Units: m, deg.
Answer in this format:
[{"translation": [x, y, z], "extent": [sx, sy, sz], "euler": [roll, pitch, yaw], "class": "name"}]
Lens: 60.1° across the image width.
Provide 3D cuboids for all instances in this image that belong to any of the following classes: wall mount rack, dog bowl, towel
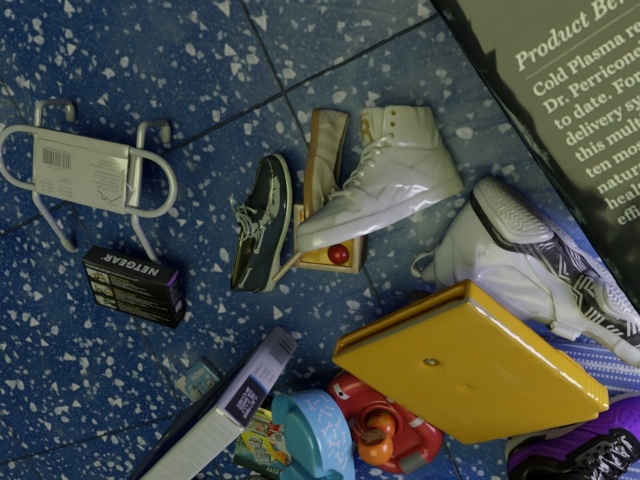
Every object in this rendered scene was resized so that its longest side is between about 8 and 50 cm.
[{"translation": [-0.395, -0.085, 0.996], "extent": [0.351, 0.130, 0.303], "euler": [14, 108, 11], "class": "wall mount rack"}, {"translation": [-0.007, 0.397, 0.983], "extent": [0.166, 0.074, 0.296], "euler": [19, 119, 54], "class": "dog bowl"}, {"translation": [0.451, 0.323, 0.938], "extent": [0.244, 0.040, 0.335], "euler": [4, 108, 17], "class": "towel"}]

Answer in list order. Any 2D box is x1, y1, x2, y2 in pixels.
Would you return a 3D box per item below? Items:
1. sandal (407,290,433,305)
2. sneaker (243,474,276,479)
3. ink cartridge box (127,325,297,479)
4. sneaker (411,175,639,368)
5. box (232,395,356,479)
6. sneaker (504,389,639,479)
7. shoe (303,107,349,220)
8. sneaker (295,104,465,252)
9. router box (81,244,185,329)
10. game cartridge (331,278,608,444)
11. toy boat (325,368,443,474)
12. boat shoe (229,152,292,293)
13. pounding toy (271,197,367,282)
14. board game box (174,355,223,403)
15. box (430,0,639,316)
[{"translation": [0.193, 0.171, 0.948], "extent": [0.072, 0.049, 0.180], "euler": [-8, 106, 18], "class": "sandal"}, {"translation": [-0.017, 0.542, 1.099], "extent": [0.282, 0.102, 0.161], "euler": [39, 128, -11], "class": "sneaker"}, {"translation": [-0.194, 0.313, 0.954], "extent": [0.072, 0.303, 0.307], "euler": [43, 109, -1], "class": "ink cartridge box"}, {"translation": [0.317, 0.091, 0.843], "extent": [0.366, 0.137, 0.210], "euler": [44, 116, 3], "class": "sneaker"}, {"translation": [-0.052, 0.410, 1.102], "extent": [0.233, 0.044, 0.159], "euler": [17, 112, 10], "class": "box"}, {"translation": [0.424, 0.341, 0.851], "extent": [0.293, 0.146, 0.102], "euler": [-34, 93, 25], "class": "sneaker"}, {"translation": [0.008, -0.106, 0.851], "extent": [0.059, 0.076, 0.218], "euler": [4, 73, 3], "class": "shoe"}, {"translation": [0.066, -0.101, 0.800], "extent": [0.108, 0.293, 0.169], "euler": [-8, 105, 61], "class": "sneaker"}, {"translation": [-0.353, 0.091, 1.056], "extent": [0.179, 0.046, 0.133], "euler": [16, 135, 10], "class": "router box"}, {"translation": [0.227, 0.207, 0.854], "extent": [0.324, 0.052, 0.285], "euler": [35, 137, -21], "class": "game cartridge"}, {"translation": [0.103, 0.330, 0.972], "extent": [0.151, 0.151, 0.231], "euler": [-41, 94, 23], "class": "toy boat"}, {"translation": [-0.109, -0.025, 0.941], "extent": [0.079, 0.095, 0.254], "euler": [-2, 121, -27], "class": "boat shoe"}, {"translation": [0.000, 0.000, 0.917], "extent": [0.141, 0.100, 0.130], "euler": [5, 109, 14], "class": "pounding toy"}, {"translation": [-0.238, 0.295, 1.131], "extent": [0.090, 0.020, 0.090], "euler": [45, 113, -2], "class": "board game box"}, {"translation": [0.336, -0.188, 0.549], "extent": [0.298, 0.480, 0.471], "euler": [-32, 97, 24], "class": "box"}]
